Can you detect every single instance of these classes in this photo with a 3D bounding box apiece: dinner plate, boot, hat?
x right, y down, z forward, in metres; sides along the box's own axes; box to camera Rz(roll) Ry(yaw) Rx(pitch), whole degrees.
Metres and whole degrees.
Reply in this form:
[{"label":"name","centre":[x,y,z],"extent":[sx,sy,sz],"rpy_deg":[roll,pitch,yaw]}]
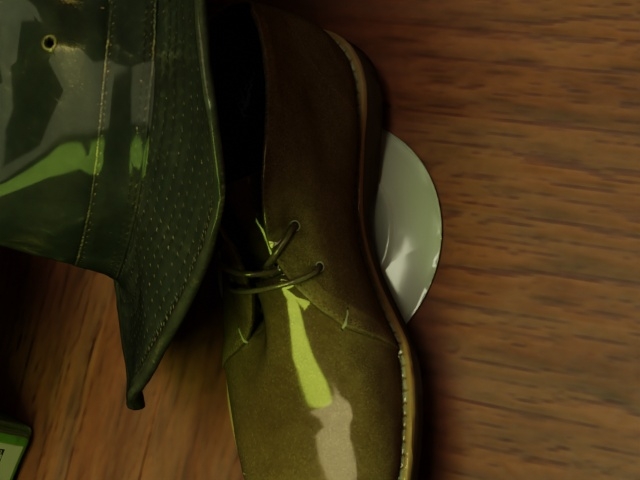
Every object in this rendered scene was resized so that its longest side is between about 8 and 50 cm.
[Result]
[{"label":"dinner plate","centre":[0.000,0.000,0.949],"extent":[0.141,0.017,0.141],"rpy_deg":[-8,72,26]},{"label":"boot","centre":[-0.022,0.023,0.879],"extent":[0.112,0.115,0.305],"rpy_deg":[-13,71,23]},{"label":"hat","centre":[-0.140,-0.081,0.887],"extent":[0.331,0.134,0.331],"rpy_deg":[-176,90,-74]}]

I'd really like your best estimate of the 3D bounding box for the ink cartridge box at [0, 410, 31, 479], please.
[{"label":"ink cartridge box","centre":[-0.309,0.190,1.024],"extent":[0.188,0.097,0.255],"rpy_deg":[20,87,31]}]
